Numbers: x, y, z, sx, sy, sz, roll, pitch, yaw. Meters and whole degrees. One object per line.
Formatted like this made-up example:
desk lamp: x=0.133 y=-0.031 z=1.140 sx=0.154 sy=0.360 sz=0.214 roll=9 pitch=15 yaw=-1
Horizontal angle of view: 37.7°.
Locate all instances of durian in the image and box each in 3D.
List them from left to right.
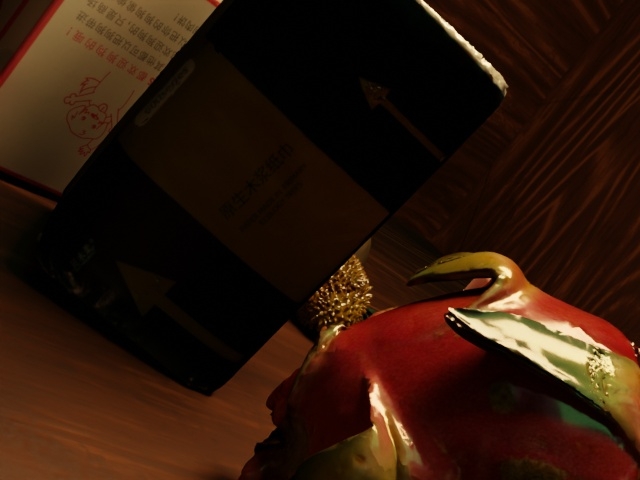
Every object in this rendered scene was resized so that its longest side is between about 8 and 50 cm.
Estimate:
durian: x=0.003 y=0.060 z=1.357 sx=0.158 sy=0.137 sz=0.168 roll=59 pitch=19 yaw=0

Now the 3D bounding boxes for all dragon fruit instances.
dragon fruit: x=0.069 y=0.155 z=0.689 sx=0.226 sy=0.305 sz=0.305 roll=21 pitch=11 yaw=-5

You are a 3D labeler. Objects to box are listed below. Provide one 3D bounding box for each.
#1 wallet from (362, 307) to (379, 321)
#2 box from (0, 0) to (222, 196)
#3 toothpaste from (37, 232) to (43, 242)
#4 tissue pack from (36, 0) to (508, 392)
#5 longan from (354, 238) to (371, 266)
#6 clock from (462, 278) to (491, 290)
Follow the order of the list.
wallet: x=0.176 y=0.193 z=1.607 sx=0.236 sy=0.055 sz=0.160 roll=36 pitch=3 yaw=-7
box: x=-0.294 y=-0.246 z=1.139 sx=0.300 sy=0.312 sz=0.314 roll=46 pitch=11 yaw=37
toothpaste: x=-0.251 y=0.013 z=0.952 sx=0.027 sy=0.019 sz=0.083 roll=22 pitch=-9 yaw=46
tissue pack: x=-0.056 y=-0.090 z=0.939 sx=0.253 sy=0.416 sz=0.264 roll=40 pitch=12 yaw=-14
longan: x=0.000 y=0.000 z=1.522 sx=0.189 sy=0.189 sz=0.189 roll=37 pitch=9 yaw=-7
clock: x=0.193 y=0.166 z=0.976 sx=0.227 sy=0.142 sz=0.241 roll=41 pitch=25 yaw=6
